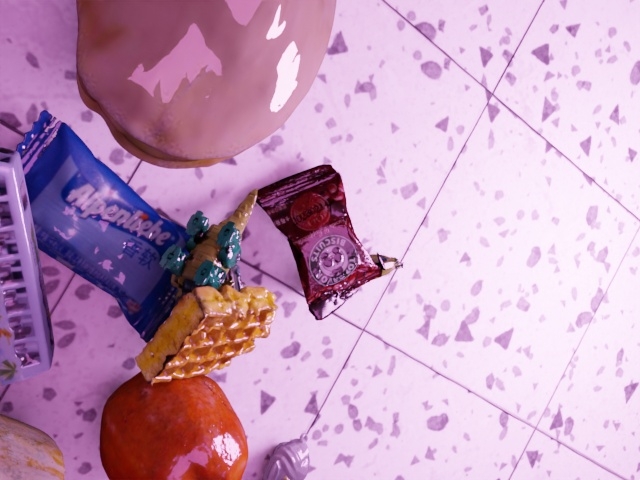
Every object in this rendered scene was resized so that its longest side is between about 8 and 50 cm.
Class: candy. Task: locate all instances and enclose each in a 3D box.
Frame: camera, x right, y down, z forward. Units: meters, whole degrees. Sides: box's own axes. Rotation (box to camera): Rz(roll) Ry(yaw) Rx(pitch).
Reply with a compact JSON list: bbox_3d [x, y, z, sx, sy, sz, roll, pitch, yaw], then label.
[{"bbox_3d":[-0.322,-0.013,1.113,0.331,0.077,0.187,42,73,-28],"label":"candy"}]

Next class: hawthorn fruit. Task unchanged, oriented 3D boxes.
[{"bbox_3d":[-0.199,0.318,1.112,0.211,0.299,0.211,-17,122,-28],"label":"hawthorn fruit"}]

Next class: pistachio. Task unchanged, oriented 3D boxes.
[{"bbox_3d":[-0.155,-0.317,1.024,0.365,0.281,0.446,28,82,-24],"label":"pistachio"}]

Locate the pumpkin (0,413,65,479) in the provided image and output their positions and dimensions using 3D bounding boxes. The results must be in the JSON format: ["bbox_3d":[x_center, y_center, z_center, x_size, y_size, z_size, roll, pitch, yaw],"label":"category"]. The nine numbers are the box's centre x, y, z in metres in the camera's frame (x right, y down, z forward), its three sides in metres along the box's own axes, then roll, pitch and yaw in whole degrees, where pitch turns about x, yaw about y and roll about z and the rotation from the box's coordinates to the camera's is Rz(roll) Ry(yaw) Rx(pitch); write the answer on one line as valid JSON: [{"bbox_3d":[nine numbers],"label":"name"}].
[{"bbox_3d":[-0.458,0.368,0.988,0.199,0.332,0.333,24,88,-41],"label":"pumpkin"}]

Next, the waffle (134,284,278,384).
[{"bbox_3d":[-0.146,0.131,1.122,0.210,0.055,0.160,0,137,-53],"label":"waffle"}]

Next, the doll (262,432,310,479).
[{"bbox_3d":[-0.073,0.411,1.314,0.180,0.079,0.094,-53,145,-2],"label":"doll"}]

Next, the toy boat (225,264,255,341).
[{"bbox_3d":[-0.122,0.101,1.236,0.066,0.059,0.140,-11,106,-8],"label":"toy boat"}]

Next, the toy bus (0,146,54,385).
[{"bbox_3d":[-0.442,0.031,1.003,0.135,0.109,0.330,-6,113,-10],"label":"toy bus"}]

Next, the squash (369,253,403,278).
[{"bbox_3d":[0.062,0.056,1.327,0.183,0.052,0.052,-15,105,-22],"label":"squash"}]

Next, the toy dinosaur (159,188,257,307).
[{"bbox_3d":[-0.156,0.012,1.144,0.094,0.153,0.259,22,69,10],"label":"toy dinosaur"}]

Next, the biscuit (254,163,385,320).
[{"bbox_3d":[0.005,-0.004,1.252,0.151,0.063,0.236,-27,97,-14],"label":"biscuit"}]
